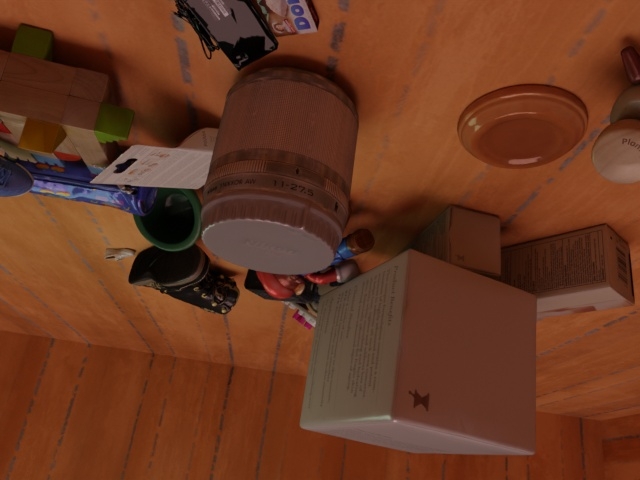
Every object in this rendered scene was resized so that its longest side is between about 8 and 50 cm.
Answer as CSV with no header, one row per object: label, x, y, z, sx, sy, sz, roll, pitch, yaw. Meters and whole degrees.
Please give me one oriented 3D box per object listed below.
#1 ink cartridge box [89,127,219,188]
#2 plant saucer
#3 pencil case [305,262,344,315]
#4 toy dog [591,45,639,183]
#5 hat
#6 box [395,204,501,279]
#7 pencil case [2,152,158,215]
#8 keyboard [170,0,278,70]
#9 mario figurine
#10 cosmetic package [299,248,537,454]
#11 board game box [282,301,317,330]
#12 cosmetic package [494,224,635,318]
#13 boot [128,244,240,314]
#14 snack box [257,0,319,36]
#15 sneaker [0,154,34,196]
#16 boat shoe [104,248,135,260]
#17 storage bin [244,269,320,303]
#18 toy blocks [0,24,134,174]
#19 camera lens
ink cartridge box,-0.273,-0.149,1.008,0.225,0.056,0.181,0,163,-45
plant saucer,0.324,-0.172,0.904,0.200,0.037,0.200,7,155,3
pencil case,0.100,0.208,1.653,0.184,0.159,0.410,16,163,33
toy dog,0.504,-0.183,0.684,0.334,0.220,0.160,-12,118,23
hat,-0.321,-0.079,1.322,0.173,0.183,0.208,11,113,10
box,0.280,0.055,1.289,0.121,0.147,0.311,13,157,-11
pencil case,-0.482,-0.131,1.134,0.307,0.119,0.133,11,-171,-5
keyboard,-0.144,-0.315,0.742,0.100,0.038,0.192,-20,138,20
mario figurine,-0.024,0.019,1.311,0.170,0.197,0.321,7,151,-46
cosmetic package,0.199,0.265,1.203,0.328,0.329,0.394,20,154,-20
board game box,-0.014,0.266,1.720,0.390,0.050,0.390,30,171,36
cosmetic package,0.528,0.084,1.269,0.129,0.153,0.296,28,150,-35
boot,-0.356,0.116,1.624,0.284,0.138,0.378,29,152,-37
snack box,-0.059,-0.328,0.694,0.064,0.022,0.178,0,155,20
sneaker,-0.555,-0.111,0.896,0.081,0.080,0.211,21,180,30
boat shoe,-0.600,0.045,1.668,0.100,0.035,0.035,2,155,15
storage bin,-0.101,0.092,1.489,0.180,0.121,0.084,2,157,35
toy blocks,-0.495,-0.210,0.943,0.382,0.190,0.261,12,167,-10
camera lens,-0.059,-0.109,0.871,0.220,0.274,0.219,7,156,3
